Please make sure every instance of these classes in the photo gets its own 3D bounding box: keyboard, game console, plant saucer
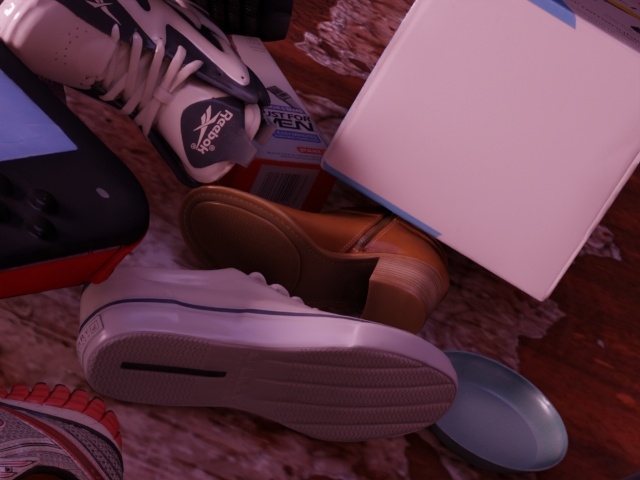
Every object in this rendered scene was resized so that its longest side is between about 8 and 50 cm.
[{"bbox_3d":[-0.119,-0.197,1.484,0.201,0.033,0.317,18,-4,-1],"label":"keyboard"},{"bbox_3d":[-0.310,-0.100,1.145,0.386,0.060,0.342,43,24,21],"label":"game console"},{"bbox_3d":[0.114,0.124,1.360,0.119,0.021,0.119,20,32,-13],"label":"plant saucer"}]

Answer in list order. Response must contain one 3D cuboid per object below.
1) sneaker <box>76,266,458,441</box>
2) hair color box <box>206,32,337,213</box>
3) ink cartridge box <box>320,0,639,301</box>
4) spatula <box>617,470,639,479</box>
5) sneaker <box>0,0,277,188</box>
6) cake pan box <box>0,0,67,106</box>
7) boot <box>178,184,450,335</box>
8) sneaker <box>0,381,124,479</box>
[{"bbox_3d":[-0.032,0.061,1.263,0.258,0.094,0.091,13,38,-23],"label":"sneaker"},{"bbox_3d":[-0.062,-0.094,1.514,0.093,0.053,0.167,3,38,-35],"label":"hair color box"},{"bbox_3d":[0.146,-0.117,1.519,0.198,0.197,0.270,31,18,-2],"label":"ink cartridge box"},{"bbox_3d":[0.157,0.183,1.295,0.296,0.030,0.084,-8,44,-45],"label":"spatula"},{"bbox_3d":[-0.112,-0.108,1.355,0.153,0.094,0.235,45,12,25],"label":"sneaker"},{"bbox_3d":[-0.317,-0.168,1.406,0.267,0.070,0.246,14,35,-24],"label":"cake pan box"},{"bbox_3d":[0.000,0.000,1.420,0.197,0.073,0.152,27,23,0],"label":"boot"},{"bbox_3d":[-0.203,0.116,1.048,0.225,0.088,0.093,12,35,-26],"label":"sneaker"}]
